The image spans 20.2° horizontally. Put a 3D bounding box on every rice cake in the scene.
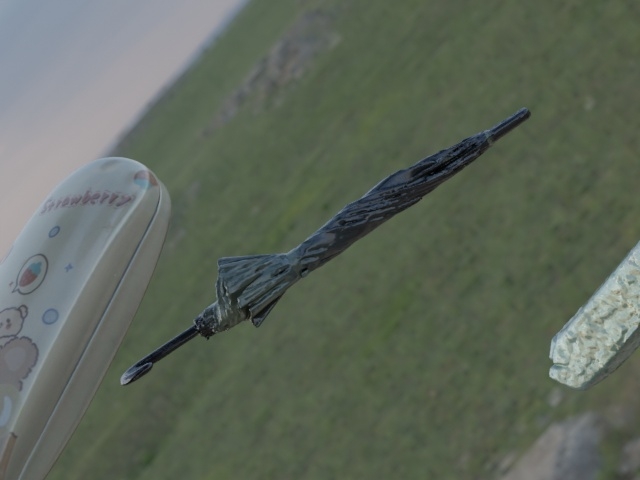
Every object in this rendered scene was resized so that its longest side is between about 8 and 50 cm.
[{"bbox_3d":[0.280,0.054,1.611,0.069,0.063,0.206,-25,-23,-50],"label":"rice cake"}]

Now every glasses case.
[{"bbox_3d":[-0.138,0.049,0.885,0.081,0.051,0.204,2,60,46],"label":"glasses case"}]

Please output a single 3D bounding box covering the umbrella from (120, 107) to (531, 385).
[{"bbox_3d":[-0.001,0.000,0.994,0.269,0.044,0.044,-34,6,0],"label":"umbrella"}]
